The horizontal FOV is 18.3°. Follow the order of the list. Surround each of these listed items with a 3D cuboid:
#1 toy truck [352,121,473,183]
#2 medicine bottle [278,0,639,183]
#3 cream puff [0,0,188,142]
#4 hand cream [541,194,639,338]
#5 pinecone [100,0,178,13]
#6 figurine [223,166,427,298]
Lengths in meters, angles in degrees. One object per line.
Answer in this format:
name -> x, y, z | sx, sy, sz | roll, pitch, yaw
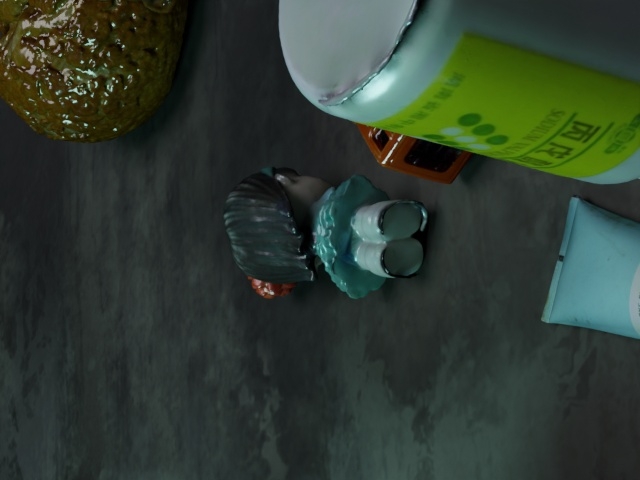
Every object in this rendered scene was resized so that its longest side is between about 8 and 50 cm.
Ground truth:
toy truck -> 0.132, -0.177, 1.781 | 0.252, 0.107, 0.114 | -57, 35, 30
medicine bottle -> 0.171, -0.158, 1.458 | 0.213, 0.379, 0.213 | -24, 60, 52
cream puff -> -0.290, -0.265, 2.377 | 0.303, 0.212, 0.303 | -14, 72, 52
hand cream -> 0.268, 0.042, 1.557 | 0.312, 0.070, 0.111 | 24, 102, 65
pinecone -> -0.160, -0.367, 1.996 | 0.264, 0.264, 0.264 | -25, 59, 52
figurine -> 0.000, 0.000, 1.938 | 0.245, 0.110, 0.137 | 7, 104, 52
